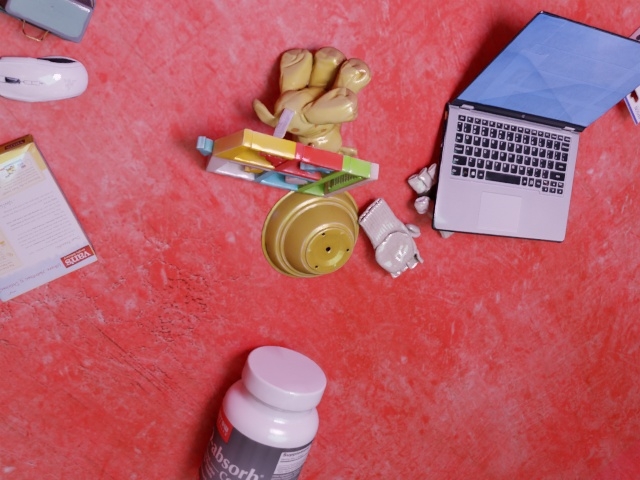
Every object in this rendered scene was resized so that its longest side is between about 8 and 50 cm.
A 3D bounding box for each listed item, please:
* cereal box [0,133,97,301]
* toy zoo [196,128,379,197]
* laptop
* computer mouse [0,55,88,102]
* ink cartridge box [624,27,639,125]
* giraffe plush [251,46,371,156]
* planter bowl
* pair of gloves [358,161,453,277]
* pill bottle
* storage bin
[{"bbox_3d":[-0.497,-0.032,1.118,0.173,0.047,0.240,-25,125,-12],"label":"cereal box"},{"bbox_3d":[-0.073,-0.132,1.185,0.293,0.192,0.030,11,78,-26],"label":"toy zoo"},{"bbox_3d":[0.466,-0.197,1.380,0.382,0.236,0.407,5,94,-28],"label":"laptop"},{"bbox_3d":[-0.449,-0.244,1.027,0.193,0.042,0.106,-6,118,-24],"label":"computer mouse"},{"bbox_3d":[0.778,-0.431,1.525,0.333,0.065,0.165,-44,127,0],"label":"ink cartridge box"},{"bbox_3d":[-0.004,-0.212,1.207,0.210,0.181,0.170,-53,152,-16],"label":"giraffe plush"},{"bbox_3d":[0.000,0.000,1.359,0.217,0.090,0.217,-12,121,-21],"label":"planter bowl"},{"bbox_3d":[0.205,-0.040,1.450,0.240,0.042,0.204,-38,128,-12],"label":"pair of gloves"},{"bbox_3d":[-0.126,0.421,1.456,0.210,0.210,0.362,8,112,-30],"label":"pill bottle"},{"bbox_3d":[-0.393,-0.331,0.977,0.135,0.091,0.098,20,107,-33],"label":"storage bin"}]
